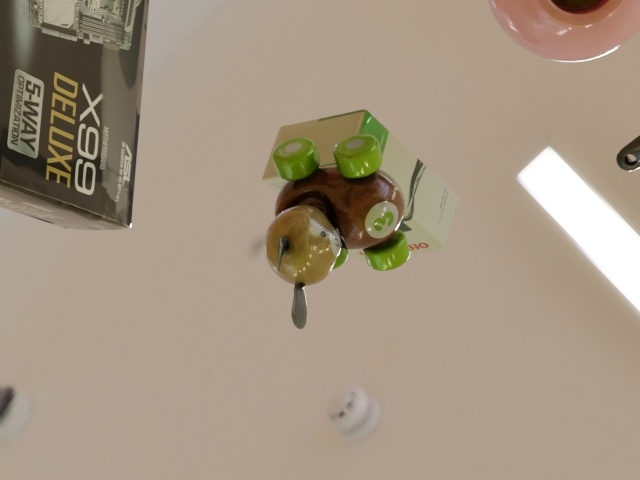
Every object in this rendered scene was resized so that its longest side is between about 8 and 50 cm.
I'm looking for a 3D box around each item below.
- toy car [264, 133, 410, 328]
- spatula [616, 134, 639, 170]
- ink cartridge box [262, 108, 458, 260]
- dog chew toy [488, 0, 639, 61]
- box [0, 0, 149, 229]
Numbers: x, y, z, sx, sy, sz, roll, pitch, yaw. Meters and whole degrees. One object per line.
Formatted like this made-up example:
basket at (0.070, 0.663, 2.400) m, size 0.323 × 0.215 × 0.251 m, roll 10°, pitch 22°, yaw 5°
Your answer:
toy car at (0.000, 0.000, 1.538) m, size 0.149 × 0.155 × 0.188 m, roll -1°, pitch -145°, yaw 25°
spatula at (0.431, -0.162, 1.500) m, size 0.296 × 0.084 × 0.030 m, roll -38°, pitch -173°, yaw 27°
ink cartridge box at (0.054, -0.065, 1.803) m, size 0.153 × 0.208 × 0.087 m, roll -9°, pitch -127°, yaw 43°
dog chew toy at (0.300, -0.331, 1.748) m, size 0.206 × 0.206 × 0.332 m, roll -42°, pitch -173°, yaw 11°
box at (-0.241, -0.179, 1.208) m, size 0.076 × 0.242 × 0.307 m, roll -1°, pitch -101°, yaw 24°
